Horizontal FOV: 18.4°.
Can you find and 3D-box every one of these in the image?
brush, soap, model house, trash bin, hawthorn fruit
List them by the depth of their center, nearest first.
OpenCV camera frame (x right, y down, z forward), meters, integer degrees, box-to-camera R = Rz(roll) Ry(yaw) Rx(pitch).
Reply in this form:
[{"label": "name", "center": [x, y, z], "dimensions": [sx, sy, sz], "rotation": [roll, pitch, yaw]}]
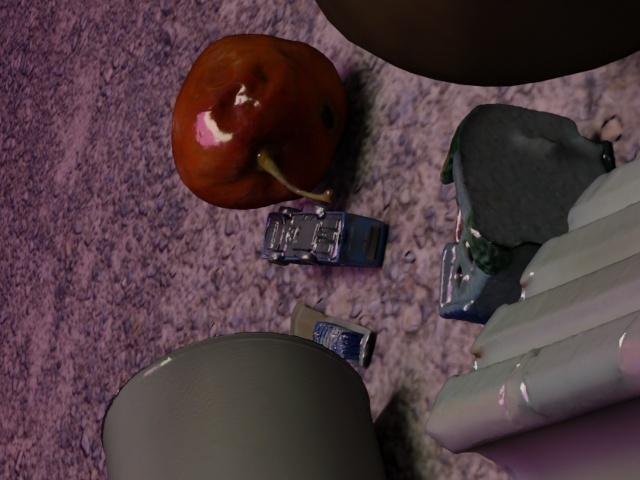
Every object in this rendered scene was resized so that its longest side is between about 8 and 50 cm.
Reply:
[{"label": "soap", "center": [0.214, 0.025, 0.991], "dimensions": [0.208, 0.115, 0.347], "rotation": [-53, 10, -26]}, {"label": "model house", "center": [0.125, 0.008, 1.335], "dimensions": [0.148, 0.119, 0.149], "rotation": [-102, 24, -45]}, {"label": "trash bin", "center": [-0.045, 0.233, 1.486], "dimensions": [0.262, 0.217, 0.277], "rotation": [-103, 22, -45]}, {"label": "hawthorn fruit", "center": [-0.045, -0.072, 1.690], "dimensions": [0.285, 0.165, 0.165], "rotation": [-108, 36, -60]}, {"label": "brush", "center": [0.000, 0.080, 1.705], "dimensions": [0.178, 0.030, 0.033], "rotation": [-165, 76, -68]}]

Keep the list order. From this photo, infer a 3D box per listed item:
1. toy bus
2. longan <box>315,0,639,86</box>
[{"label": "toy bus", "center": [0.000, 0.000, 1.699], "dimensions": [0.153, 0.061, 0.051], "rotation": [0, 78, 66]}, {"label": "longan", "center": [0.126, -0.293, 1.161], "dimensions": [0.404, 0.336, 0.404], "rotation": [-18, 67, 50]}]
